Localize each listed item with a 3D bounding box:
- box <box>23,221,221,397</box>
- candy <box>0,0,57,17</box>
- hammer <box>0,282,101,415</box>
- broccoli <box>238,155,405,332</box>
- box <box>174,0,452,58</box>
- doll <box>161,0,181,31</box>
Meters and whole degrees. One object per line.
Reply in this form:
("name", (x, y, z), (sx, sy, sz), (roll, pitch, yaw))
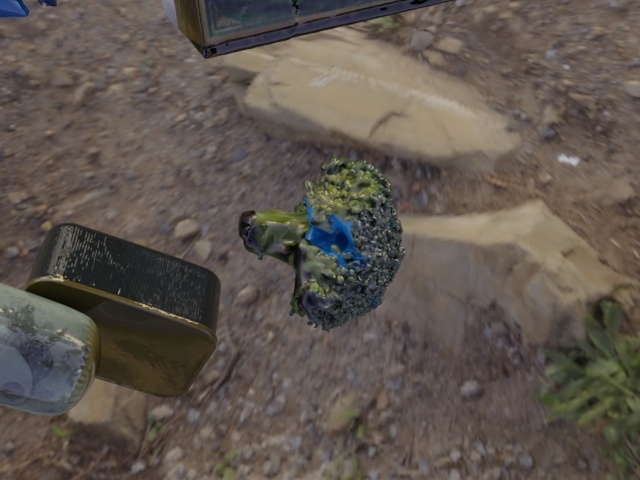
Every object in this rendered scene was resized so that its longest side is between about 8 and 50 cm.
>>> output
("box", (-0.211, 0.072, 1.343), (0.201, 0.090, 0.144), (18, 137, -14))
("candy", (-0.169, -0.096, 0.439), (0.136, 0.038, 0.088), (-19, 120, 7))
("hammer", (-0.351, 0.142, 1.302), (0.202, 0.113, 0.305), (23, 143, -15))
("broccoli", (0.000, 0.000, 1.200), (0.160, 0.154, 0.167), (7, 88, 3))
("box", (0.006, -0.240, 0.935), (0.240, 0.071, 0.159), (-16, 119, -17))
("doll", (-0.009, -0.319, 1.140), (0.187, 0.365, 0.376), (22, 104, -7))
